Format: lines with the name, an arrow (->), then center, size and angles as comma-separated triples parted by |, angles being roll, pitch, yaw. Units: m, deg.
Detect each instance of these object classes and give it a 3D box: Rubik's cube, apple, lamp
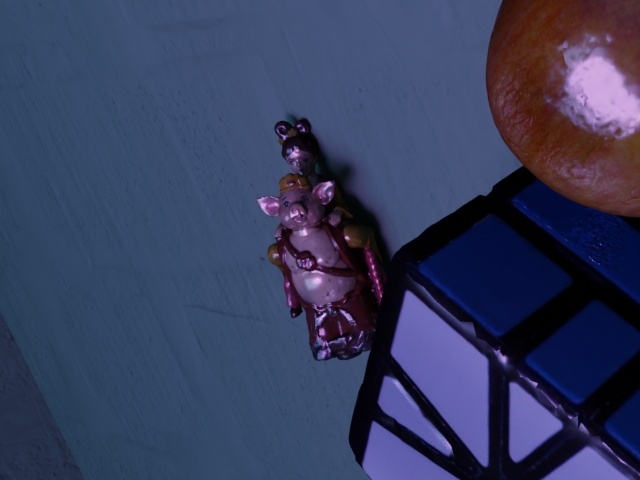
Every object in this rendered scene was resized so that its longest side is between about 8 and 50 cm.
Rubik's cube -> 0.219, 0.115, 1.031 | 0.288, 0.283, 0.293 | 40, 144, 25
apple -> 0.216, -0.123, 0.879 | 0.211, 0.211, 0.188 | 51, 154, 9
lamp -> 0.000, 0.000, 1.402 | 0.118, 0.118, 0.253 | 5, 115, 53
